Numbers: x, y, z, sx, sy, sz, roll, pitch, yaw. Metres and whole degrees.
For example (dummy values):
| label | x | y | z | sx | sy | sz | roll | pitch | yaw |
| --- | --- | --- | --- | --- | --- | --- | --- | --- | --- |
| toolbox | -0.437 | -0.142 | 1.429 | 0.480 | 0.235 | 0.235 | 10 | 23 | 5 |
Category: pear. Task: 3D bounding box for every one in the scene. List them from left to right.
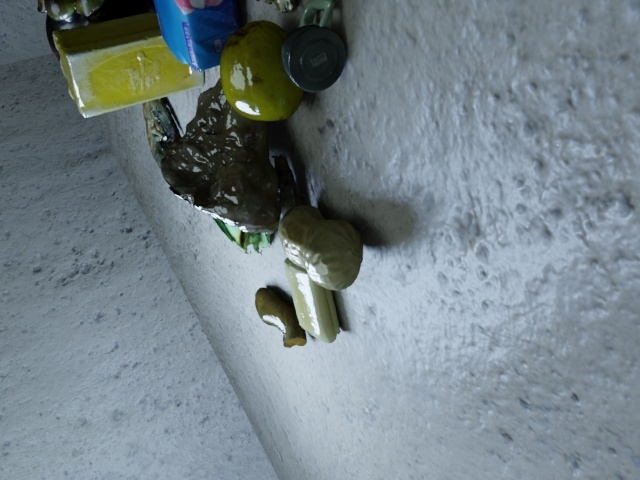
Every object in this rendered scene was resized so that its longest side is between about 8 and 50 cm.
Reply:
| label | x | y | z | sx | sy | sz | roll | pitch | yaw |
| --- | --- | --- | --- | --- | --- | --- | --- | --- | --- |
| pear | -0.098 | -0.281 | 0.933 | 0.149 | 0.149 | 0.162 | 38 | 148 | 48 |

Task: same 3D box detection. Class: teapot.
| label | x | y | z | sx | sy | sz | roll | pitch | yaw |
| --- | --- | --- | --- | --- | --- | --- | --- | --- | --- |
| teapot | -0.010 | -0.293 | 0.838 | 0.092 | 0.124 | 0.091 | 36 | -171 | -39 |

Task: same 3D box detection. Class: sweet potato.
| label | x | y | z | sx | sy | sz | roll | pitch | yaw |
| --- | --- | --- | --- | --- | --- | --- | --- | --- | --- |
| sweet potato | -0.125 | 0.198 | 1.507 | 0.286 | 0.085 | 0.112 | 31 | 143 | 54 |

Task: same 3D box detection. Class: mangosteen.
| label | x | y | z | sx | sy | sz | roll | pitch | yaw |
| --- | --- | --- | --- | --- | --- | --- | --- | --- | --- |
| mangosteen | -0.574 | -0.572 | 1.475 | 0.330 | 0.330 | 0.330 | 46 | 150 | 38 |

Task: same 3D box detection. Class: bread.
| label | x | y | z | sx | sy | sz | roll | pitch | yaw |
| --- | --- | --- | --- | --- | --- | --- | --- | --- | --- |
| bread | -0.019 | 0.127 | 1.246 | 0.139 | 0.060 | 0.178 | 25 | 133 | 55 |

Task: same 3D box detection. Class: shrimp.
| label | x | y | z | sx | sy | sz | roll | pitch | yaw |
| --- | --- | --- | --- | --- | --- | --- | --- | --- | --- |
| shrimp | -0.497 | -0.317 | 1.838 | 0.445 | 0.085 | 0.272 | 60 | 151 | 25 |
| shrimp | -0.071 | -0.083 | 1.190 | 0.126 | 0.047 | 0.223 | -134 | 29 | -58 |

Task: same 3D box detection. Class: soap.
| label | x | y | z | sx | sy | sz | roll | pitch | yaw |
| --- | --- | --- | --- | --- | --- | --- | --- | --- | --- |
| soap | -0.433 | -0.416 | 1.301 | 0.091 | 0.315 | 0.199 | 53 | 152 | 27 |

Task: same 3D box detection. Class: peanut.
| label | x | y | z | sx | sy | sz | roll | pitch | yaw |
| --- | --- | --- | --- | --- | --- | --- | --- | --- | --- |
| peanut | 0.000 | 0.000 | 1.019 | 0.274 | 0.125 | 0.111 | 41 | 159 | 57 |

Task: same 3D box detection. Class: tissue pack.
| label | x | y | z | sx | sy | sz | roll | pitch | yaw |
| --- | --- | --- | --- | --- | --- | --- | --- | --- | --- |
| tissue pack | -0.253 | -0.490 | 1.051 | 0.209 | 0.137 | 0.269 | 56 | 161 | 35 |

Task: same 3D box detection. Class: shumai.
| label | x | y | z | sx | sy | sz | roll | pitch | yaw |
| --- | --- | --- | --- | --- | --- | --- | --- | --- | --- |
| shumai | -0.163 | -0.192 | 1.135 | 0.346 | 0.217 | 0.283 | 37 | 101 | 47 |

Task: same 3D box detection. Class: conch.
| label | x | y | z | sx | sy | sz | roll | pitch | yaw |
| --- | --- | --- | --- | --- | --- | --- | --- | --- | --- |
| conch | -0.182 | -0.042 | 1.365 | 0.137 | 0.143 | 0.250 | -77 | -29 | -52 |

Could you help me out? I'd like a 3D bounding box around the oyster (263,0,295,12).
| label | x | y | z | sx | sy | sz | roll | pitch | yaw |
| --- | --- | --- | --- | --- | --- | --- | --- | --- | --- |
| oyster | -0.083 | -0.457 | 0.847 | 0.133 | 0.072 | 0.209 | 7 | 138 | 56 |
